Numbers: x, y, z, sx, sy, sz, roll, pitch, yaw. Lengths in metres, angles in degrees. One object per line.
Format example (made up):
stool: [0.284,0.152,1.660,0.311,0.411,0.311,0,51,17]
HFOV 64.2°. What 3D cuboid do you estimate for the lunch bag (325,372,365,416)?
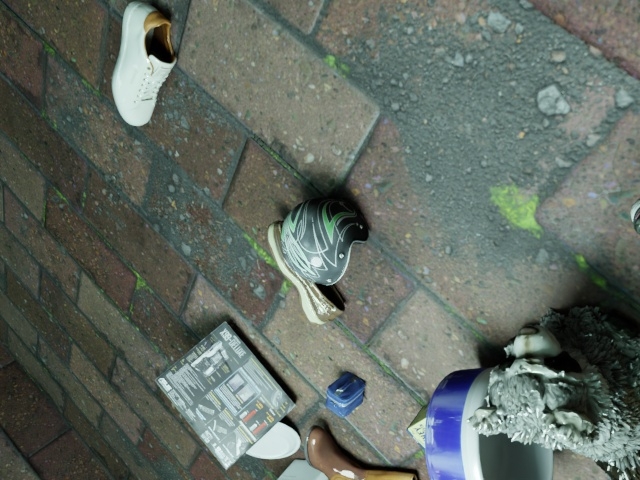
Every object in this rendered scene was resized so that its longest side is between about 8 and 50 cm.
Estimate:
lunch bag: [0.057,0.364,1.214,0.067,0.098,0.065,23,123,34]

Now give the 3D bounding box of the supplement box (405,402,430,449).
supplement box: [0.242,0.386,1.089,0.056,0.083,0.083,47,134,11]

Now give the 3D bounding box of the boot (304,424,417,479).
boot: [0.110,0.592,1.295,0.280,0.096,0.264,-8,107,40]

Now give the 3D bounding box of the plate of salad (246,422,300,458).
plate of salad: [-0.157,0.573,1.487,0.200,0.048,0.200,2,128,2]

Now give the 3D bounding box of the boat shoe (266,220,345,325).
boat shoe: [-0.022,0.062,1.136,0.095,0.095,0.257,-21,105,29]

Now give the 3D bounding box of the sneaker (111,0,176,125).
sneaker: [-0.403,-0.384,1.180,0.123,0.106,0.290,34,128,23]

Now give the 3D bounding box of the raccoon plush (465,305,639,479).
raccoon plush: [0.417,0.305,0.760,0.446,0.299,0.216,53,133,3]

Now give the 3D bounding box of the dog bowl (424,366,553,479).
dog bowl: [0.303,0.360,0.903,0.104,0.265,0.265,-18,101,45]

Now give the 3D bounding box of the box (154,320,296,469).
box: [-0.257,0.415,1.393,0.307,0.242,0.076,47,166,8]

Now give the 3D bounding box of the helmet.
helmet: [0.000,0.000,1.024,0.169,0.161,0.169,18,123,31]

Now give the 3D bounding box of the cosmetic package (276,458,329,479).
cosmetic package: [-0.045,0.739,1.432,0.151,0.184,0.151,-17,101,42]

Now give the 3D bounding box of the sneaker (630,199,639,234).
sneaker: [0.495,-0.052,0.663,0.072,0.077,0.178,49,132,6]
